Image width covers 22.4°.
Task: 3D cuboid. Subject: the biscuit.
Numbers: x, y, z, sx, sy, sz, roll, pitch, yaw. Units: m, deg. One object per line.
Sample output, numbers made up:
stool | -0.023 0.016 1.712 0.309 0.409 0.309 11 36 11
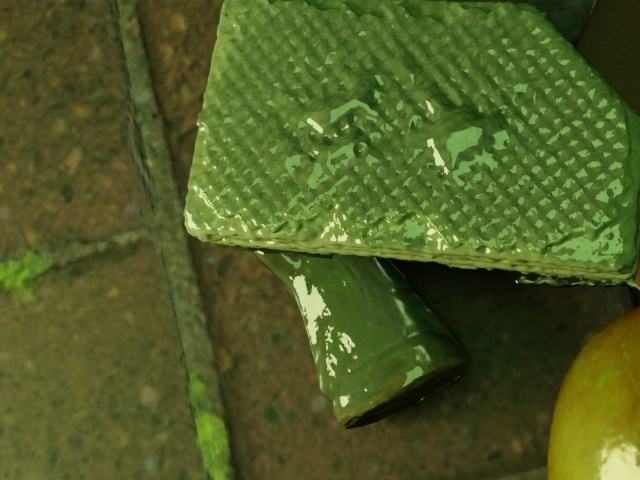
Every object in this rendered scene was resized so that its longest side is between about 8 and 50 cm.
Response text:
biscuit | 0.054 -0.059 0.879 0.252 0.052 0.150 7 74 17

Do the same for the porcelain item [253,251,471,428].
porcelain item | 0.000 0.000 0.936 0.081 0.069 0.216 -33 74 16

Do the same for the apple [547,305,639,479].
apple | 0.228 0.113 0.788 0.237 0.237 0.207 -35 60 3

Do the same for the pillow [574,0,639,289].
pillow | 0.198 -0.053 0.903 0.171 0.075 0.179 26 81 21
